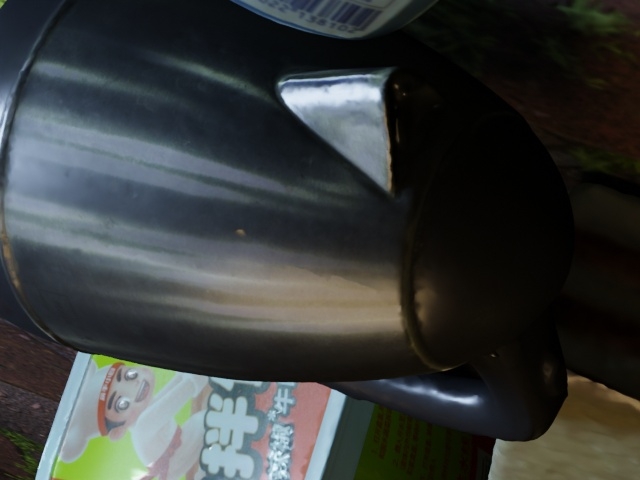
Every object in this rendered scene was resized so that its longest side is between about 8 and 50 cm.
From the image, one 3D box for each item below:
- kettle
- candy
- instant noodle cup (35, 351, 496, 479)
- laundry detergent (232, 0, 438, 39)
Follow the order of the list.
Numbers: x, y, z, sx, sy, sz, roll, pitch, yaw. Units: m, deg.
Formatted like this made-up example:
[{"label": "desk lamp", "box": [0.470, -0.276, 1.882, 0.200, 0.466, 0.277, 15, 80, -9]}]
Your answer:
[{"label": "kettle", "box": [-0.009, -0.003, 0.892, 0.271, 0.207, 0.251, 14, 115, 32]}, {"label": "candy", "box": [0.199, 0.099, 1.110, 0.179, 0.135, 0.321, 19, 158, 11]}, {"label": "instant noodle cup", "box": [-0.004, 0.186, 1.388, 0.294, 0.294, 0.308, 4, 160, 41]}, {"label": "laundry detergent", "box": [0.031, -0.171, 0.672, 0.143, 0.094, 0.290, 31, 156, -13]}]
